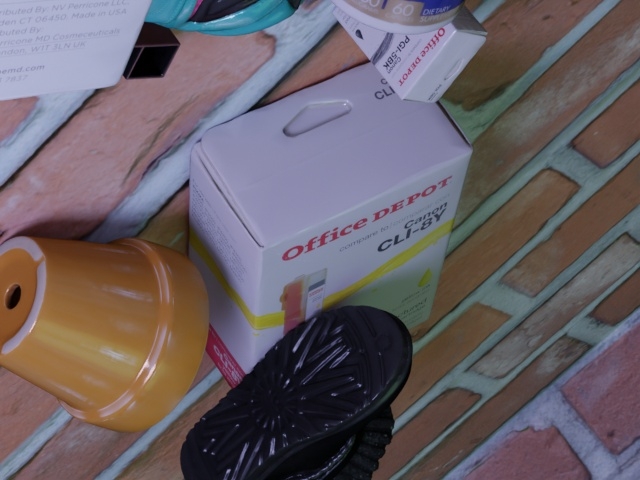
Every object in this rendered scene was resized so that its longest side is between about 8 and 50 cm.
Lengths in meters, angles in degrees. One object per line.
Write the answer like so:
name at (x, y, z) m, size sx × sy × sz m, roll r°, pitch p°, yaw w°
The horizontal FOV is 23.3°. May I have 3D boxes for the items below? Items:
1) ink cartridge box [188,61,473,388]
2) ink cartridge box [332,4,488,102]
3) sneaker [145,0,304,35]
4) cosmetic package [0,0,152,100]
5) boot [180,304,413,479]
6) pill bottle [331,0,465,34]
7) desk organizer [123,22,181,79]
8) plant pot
ink cartridge box at (0.000, 0.000, 1.802) m, size 0.279 × 0.160 × 0.385 m, roll -26°, pitch 153°, yaw -19°
ink cartridge box at (0.090, -0.220, 1.572) m, size 0.056 × 0.135 × 0.099 m, roll -1°, pitch 137°, yaw -49°
sneaker at (-0.049, -0.277, 1.312) m, size 0.295 × 0.124 × 0.178 m, roll -37°, pitch 151°, yaw 19°
cosmetic package at (-0.173, -0.325, 0.959) m, size 0.161 × 0.230 × 0.453 m, roll -13°, pitch 145°, yaw -39°
boot at (0.026, 0.201, 1.836) m, size 0.348 × 0.131 × 0.260 m, roll -36°, pitch 151°, yaw 28°
pill bottle at (0.097, -0.326, 1.383) m, size 0.153 × 0.153 × 0.265 m, roll -19°, pitch 149°, yaw -32°
desk organizer at (-0.194, -0.175, 1.391) m, size 0.130 × 0.050 × 0.047 m, roll -10°, pitch 144°, yaw -44°
plant pot at (-0.252, 0.082, 1.611) m, size 0.188 × 0.205 × 0.205 m, roll 22°, pitch 119°, yaw -44°
